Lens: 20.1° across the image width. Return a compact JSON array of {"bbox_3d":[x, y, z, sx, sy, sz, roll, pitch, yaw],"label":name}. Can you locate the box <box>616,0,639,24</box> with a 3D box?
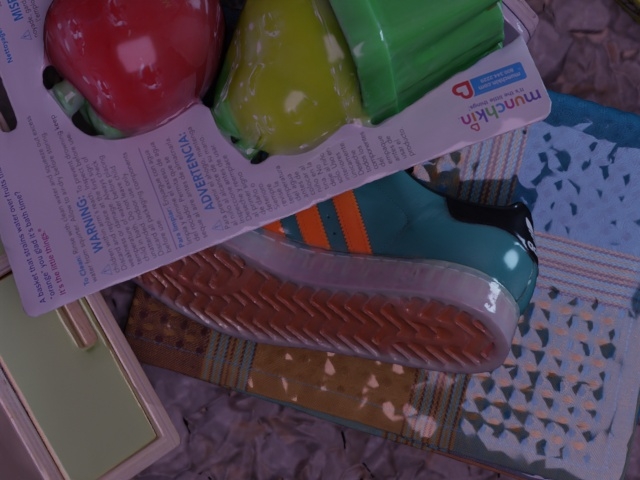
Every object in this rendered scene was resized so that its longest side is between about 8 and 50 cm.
[{"bbox_3d":[0.299,-0.161,1.332,0.232,0.058,0.087,43,89,-16],"label":"box"}]

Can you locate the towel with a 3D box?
[{"bbox_3d":[0.067,0.008,1.277,0.370,0.040,0.271,16,96,2],"label":"towel"}]

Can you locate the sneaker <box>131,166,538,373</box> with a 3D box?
[{"bbox_3d":[0.000,0.000,1.217,0.302,0.121,0.108,13,141,17],"label":"sneaker"}]

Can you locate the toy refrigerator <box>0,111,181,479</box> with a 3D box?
[{"bbox_3d":[-0.209,0.048,1.204,0.102,0.094,0.269,-32,99,-31],"label":"toy refrigerator"}]

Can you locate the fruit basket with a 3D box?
[{"bbox_3d":[-0.071,-0.152,1.174,0.353,0.165,0.327,-24,70,4],"label":"fruit basket"}]

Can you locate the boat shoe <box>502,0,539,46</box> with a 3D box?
[{"bbox_3d":[0.121,-0.184,1.304,0.100,0.035,0.035,45,61,-12],"label":"boat shoe"}]
